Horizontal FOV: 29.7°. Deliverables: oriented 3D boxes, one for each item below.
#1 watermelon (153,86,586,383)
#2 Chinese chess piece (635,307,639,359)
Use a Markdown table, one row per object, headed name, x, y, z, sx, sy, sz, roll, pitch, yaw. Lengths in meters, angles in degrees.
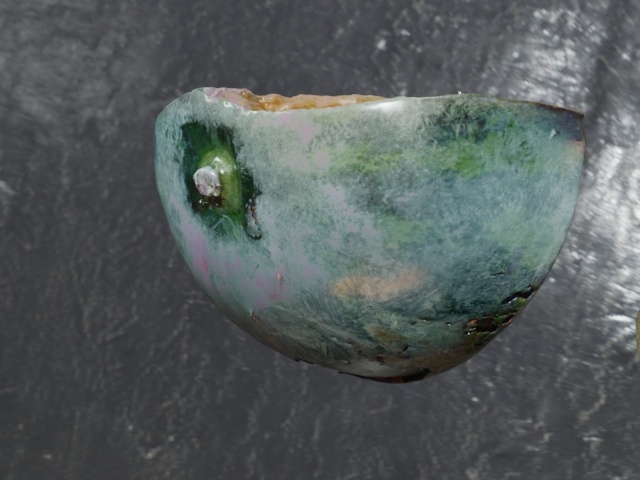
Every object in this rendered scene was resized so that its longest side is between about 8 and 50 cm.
| name | x | y | z | sx | sy | sz | roll | pitch | yaw |
| --- | --- | --- | --- | --- | --- | --- | --- | --- | --- |
| watermelon | -0.005 | -0.001 | 0.799 | 0.322 | 0.175 | 0.188 | -9 | 78 | 47 |
| Chinese chess piece | 0.437 | 0.126 | 1.501 | 0.051 | 0.122 | 0.122 | -6 | 71 | -8 |
